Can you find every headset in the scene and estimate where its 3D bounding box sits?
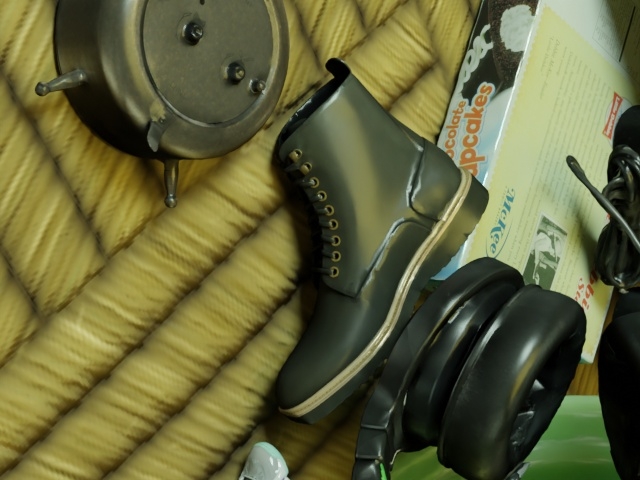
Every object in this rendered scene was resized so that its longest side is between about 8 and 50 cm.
[{"bbox_3d":[0.161,0.103,0.733,0.185,0.244,0.394,82,21,-50],"label":"headset"}]

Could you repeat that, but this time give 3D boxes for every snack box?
[{"bbox_3d":[0.178,-0.087,0.913,0.187,0.060,0.321,30,73,-41],"label":"snack box"}]

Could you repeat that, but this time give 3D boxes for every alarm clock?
[{"bbox_3d":[-0.067,-0.125,0.671,0.129,0.064,0.192,43,62,-38],"label":"alarm clock"}]

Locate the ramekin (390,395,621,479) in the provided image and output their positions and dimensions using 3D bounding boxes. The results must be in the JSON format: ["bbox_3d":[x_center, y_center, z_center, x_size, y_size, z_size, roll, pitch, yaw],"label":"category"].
[{"bbox_3d":[0.158,0.248,0.765,0.303,0.303,0.148,-38,126,-36],"label":"ramekin"}]

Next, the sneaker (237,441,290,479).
[{"bbox_3d":[-0.054,0.171,0.724,0.069,0.038,0.098,3,91,-45],"label":"sneaker"}]

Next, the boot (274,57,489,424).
[{"bbox_3d":[0.000,0.000,0.755,0.137,0.077,0.198,42,68,-20],"label":"boot"}]

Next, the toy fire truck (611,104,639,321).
[{"bbox_3d":[0.363,-0.006,0.935,0.246,0.158,0.217,-3,94,-41],"label":"toy fire truck"}]
